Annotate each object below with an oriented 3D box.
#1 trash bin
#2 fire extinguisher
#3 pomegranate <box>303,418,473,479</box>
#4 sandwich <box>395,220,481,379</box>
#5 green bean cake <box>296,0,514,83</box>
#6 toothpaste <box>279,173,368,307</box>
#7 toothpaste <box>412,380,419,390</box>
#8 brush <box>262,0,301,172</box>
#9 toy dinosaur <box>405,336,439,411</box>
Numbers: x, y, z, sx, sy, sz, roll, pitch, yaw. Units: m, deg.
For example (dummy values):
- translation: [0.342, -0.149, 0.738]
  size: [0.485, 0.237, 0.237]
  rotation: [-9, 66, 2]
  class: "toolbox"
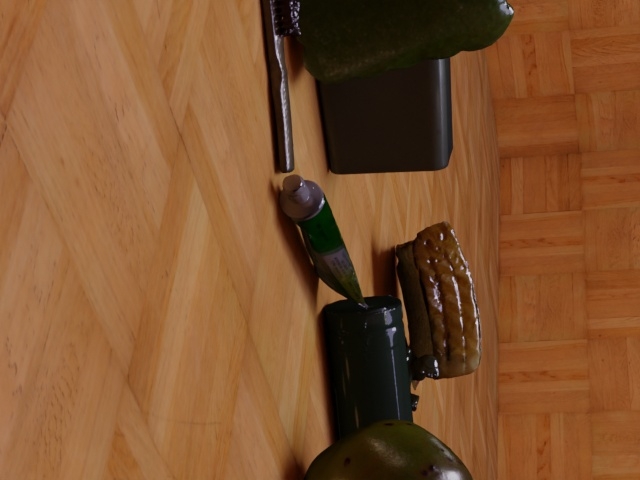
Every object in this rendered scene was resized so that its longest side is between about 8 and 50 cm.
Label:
- translation: [0.082, -0.212, 1.798]
  size: [0.122, 0.164, 0.240]
  rotation: [-66, 151, -66]
  class: "trash bin"
- translation: [0.072, 0.223, 1.759]
  size: [0.095, 0.114, 0.311]
  rotation: [14, -69, 59]
  class: "fire extinguisher"
- translation: [0.059, 0.276, 1.504]
  size: [0.246, 0.198, 0.198]
  rotation: [38, 47, -50]
  class: "pomegranate"
- translation: [0.178, 0.096, 2.197]
  size: [0.251, 0.087, 0.226]
  rotation: [117, -35, -84]
  class: "sandwich"
- translation: [0.086, -0.300, 1.629]
  size: [0.125, 0.248, 0.222]
  rotation: [-69, 152, -67]
  class: "green bean cake"
- translation: [0.000, 0.000, 1.603]
  size: [0.047, 0.078, 0.248]
  rotation: [-47, 149, -14]
  class: "toothpaste"
- translation: [0.173, 0.171, 2.456]
  size: [0.239, 0.039, 0.062]
  rotation: [-63, 155, -64]
  class: "toothpaste"
- translation: [-0.037, -0.194, 1.526]
  size: [0.043, 0.036, 0.248]
  rotation: [-25, 111, -73]
  class: "brush"
- translation: [0.097, 0.213, 2.111]
  size: [0.179, 0.087, 0.187]
  rotation: [-39, -152, 64]
  class: "toy dinosaur"
